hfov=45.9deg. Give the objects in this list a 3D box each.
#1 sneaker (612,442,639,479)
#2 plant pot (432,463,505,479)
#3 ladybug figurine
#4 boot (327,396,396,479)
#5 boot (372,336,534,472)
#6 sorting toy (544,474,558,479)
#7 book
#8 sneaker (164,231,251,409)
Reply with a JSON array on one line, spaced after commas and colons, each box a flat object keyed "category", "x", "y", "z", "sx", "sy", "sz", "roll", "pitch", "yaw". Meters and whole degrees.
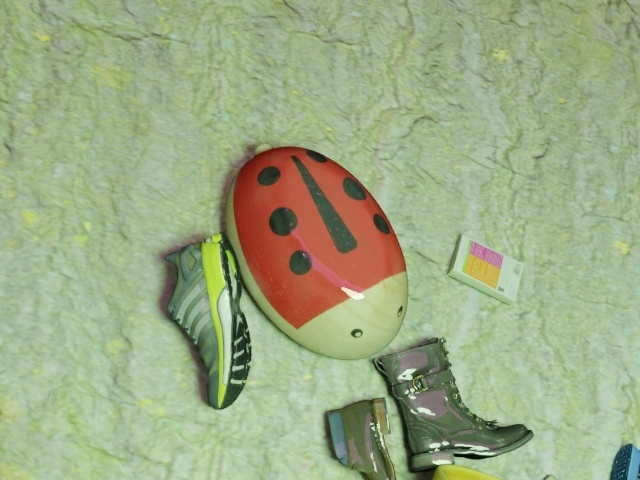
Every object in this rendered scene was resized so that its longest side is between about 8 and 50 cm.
[{"category": "sneaker", "x": 0.573, "y": 0.483, "z": 1.371, "sx": 0.091, "sy": 0.081, "sz": 0.232, "roll": 33, "pitch": 53, "yaw": 2}, {"category": "plant pot", "x": 0.264, "y": 0.513, "z": 1.185, "sx": 0.254, "sy": 0.254, "sz": 0.238, "roll": 20, "pitch": 88, "yaw": -7}, {"category": "ladybug figurine", "x": 0.000, "y": 0.000, "z": 1.377, "sx": 0.305, "sy": 0.162, "sz": 0.449, "roll": -28, "pitch": 77, "yaw": -25}, {"category": "boot", "x": 0.073, "y": 0.384, "z": 1.294, "sx": 0.106, "sy": 0.082, "sz": 0.219, "roll": -6, "pitch": 72, "yaw": 4}, {"category": "boot", "x": 0.241, "y": 0.284, "z": 1.365, "sx": 0.263, "sy": 0.091, "sz": 0.228, "roll": -6, "pitch": 70, "yaw": -17}, {"category": "sorting toy", "x": 0.408, "y": 0.548, "z": 1.328, "sx": 0.208, "sy": 0.038, "sz": 0.193, "roll": -32, "pitch": 79, "yaw": -26}, {"category": "book", "x": 0.336, "y": 0.057, "z": 1.528, "sx": 0.144, "sy": 0.035, "sz": 0.096, "roll": 26, "pitch": 59, "yaw": -5}, {"category": "sneaker", "x": -0.195, "y": 0.141, "z": 1.300, "sx": 0.121, "sy": 0.111, "sz": 0.299, "roll": -10, "pitch": 76, "yaw": 13}]
